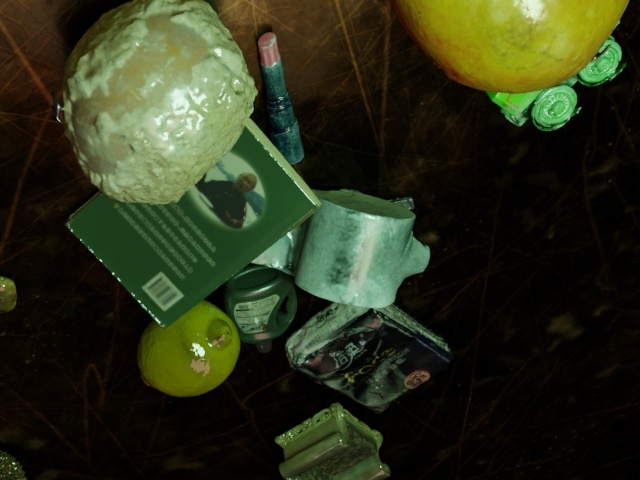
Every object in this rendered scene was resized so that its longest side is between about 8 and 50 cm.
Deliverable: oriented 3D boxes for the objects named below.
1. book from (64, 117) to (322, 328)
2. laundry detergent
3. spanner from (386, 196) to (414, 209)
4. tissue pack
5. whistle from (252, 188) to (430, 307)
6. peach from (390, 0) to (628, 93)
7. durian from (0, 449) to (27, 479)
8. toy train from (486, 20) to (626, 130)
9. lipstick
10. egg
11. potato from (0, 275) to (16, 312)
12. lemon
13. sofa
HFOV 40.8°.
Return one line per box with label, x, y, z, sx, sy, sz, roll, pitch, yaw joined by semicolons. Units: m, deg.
book;-0.218;-0.046;1.449;0.371;0.043;0.260;-37;102;19
laundry detergent;-0.114;0.147;1.735;0.144;0.078;0.221;-18;135;-7
spanner;0.027;-0.043;1.637;0.326;0.026;0.093;-9;133;-12
tissue pack;0.109;0.247;1.880;0.245;0.123;0.332;-40;132;16
whistle;-0.009;-0.009;1.542;0.405;0.188;0.168;16;103;11
peach;0.264;-0.389;1.192;0.373;0.290;0.372;16;130;21
durian;-0.722;0.545;1.834;0.196;0.167;0.196;2;107;8
toy train;0.374;-0.306;1.436;0.188;0.132;0.243;25;118;-31
lipstick;-0.065;-0.231;1.409;0.053;0.053;0.234;-14;132;-7
egg;-0.233;-0.201;1.230;0.279;0.279;0.310;11;126;-28
potato;-0.574;0.099;1.550;0.051;0.040;0.083;-7;136;-20
lemon;-0.260;0.211;1.673;0.248;0.184;0.184;-32;137;31
sofa;0.040;0.546;2.102;0.200;0.182;0.258;-33;134;12
